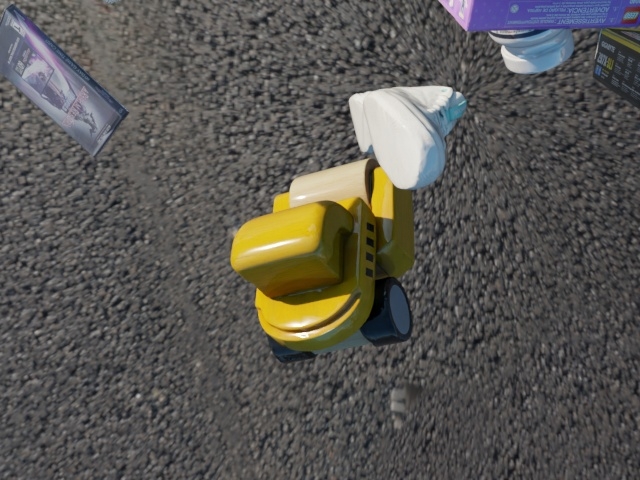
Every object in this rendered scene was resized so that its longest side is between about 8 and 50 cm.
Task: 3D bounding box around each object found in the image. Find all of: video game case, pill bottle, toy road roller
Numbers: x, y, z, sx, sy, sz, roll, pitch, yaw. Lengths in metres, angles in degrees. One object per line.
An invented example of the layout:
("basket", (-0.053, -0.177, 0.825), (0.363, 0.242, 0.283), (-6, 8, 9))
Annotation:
("video game case", (-0.494, -0.290, 1.615), (0.274, 0.026, 0.196), (44, 147, -10))
("pill bottle", (0.347, -0.428, 1.484), (0.153, 0.153, 0.264), (-18, 127, 12))
("toy road roller", (0.000, 0.000, 1.222), (0.203, 0.240, 0.329), (-13, 53, 24))

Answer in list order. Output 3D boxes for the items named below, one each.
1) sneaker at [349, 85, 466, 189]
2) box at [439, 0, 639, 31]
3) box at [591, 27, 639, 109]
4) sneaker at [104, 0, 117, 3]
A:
("sneaker", (0.087, -0.104, 0.748), (0.094, 0.212, 0.080), (-14, 110, -4))
("box", (0.211, -0.326, 0.995), (0.201, 0.293, 0.057), (-4, 128, -14))
("box", (0.513, -0.191, 1.063), (0.257, 0.322, 0.079), (6, 113, -3))
("sneaker", (-0.168, -0.308, 0.914), (0.290, 0.106, 0.123), (9, 124, -5))
